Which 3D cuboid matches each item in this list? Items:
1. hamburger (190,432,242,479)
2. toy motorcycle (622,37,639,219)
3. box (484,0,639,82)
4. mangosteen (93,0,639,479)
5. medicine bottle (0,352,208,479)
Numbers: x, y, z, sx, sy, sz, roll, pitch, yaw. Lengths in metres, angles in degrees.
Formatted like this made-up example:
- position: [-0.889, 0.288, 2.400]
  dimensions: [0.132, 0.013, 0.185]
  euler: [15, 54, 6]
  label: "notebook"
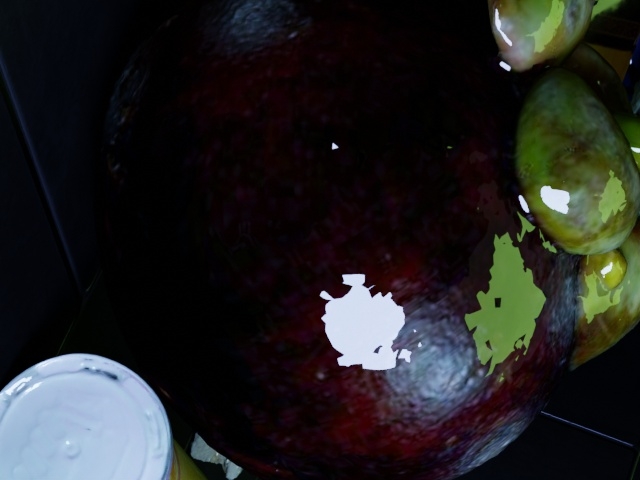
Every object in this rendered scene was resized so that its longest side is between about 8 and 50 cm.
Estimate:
- position: [-0.078, 0.151, 1.521]
  dimensions: [0.084, 0.054, 0.121]
  euler: [-48, 149, -64]
  label: "hamburger"
- position: [0.237, -0.121, 1.213]
  dimensions: [0.331, 0.125, 0.196]
  euler: [133, -21, -81]
  label: "toy motorcycle"
- position: [0.072, -0.106, 1.159]
  dimensions: [0.115, 0.264, 0.415]
  euler: [4, 111, -42]
  label: "box"
- position: [0.029, -0.020, 0.911]
  dimensions: [0.330, 0.330, 0.330]
  euler: [20, 90, -81]
  label: "mangosteen"
- position: [-0.125, 0.168, 1.099]
  dimensions: [0.426, 0.108, 0.108]
  euler: [79, 32, -75]
  label: "medicine bottle"
